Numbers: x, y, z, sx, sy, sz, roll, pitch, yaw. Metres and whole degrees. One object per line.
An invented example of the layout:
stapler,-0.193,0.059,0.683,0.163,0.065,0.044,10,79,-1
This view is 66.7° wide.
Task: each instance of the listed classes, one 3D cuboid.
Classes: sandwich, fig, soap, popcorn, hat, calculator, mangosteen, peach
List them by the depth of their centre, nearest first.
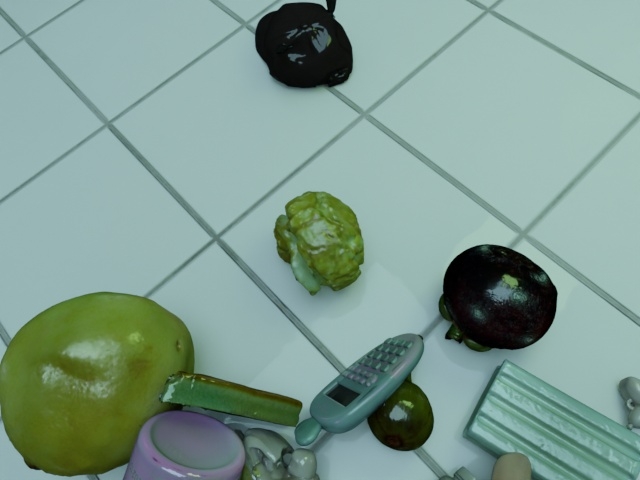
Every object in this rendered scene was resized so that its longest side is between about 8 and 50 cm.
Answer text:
soap,0.414,0.356,0.874,0.265,0.087,0.160,29,72,18
sandwich,-0.139,0.289,0.877,0.212,0.245,0.063,7,70,9
peach,-0.398,0.256,0.898,0.314,0.281,0.316,10,78,-13
calculator,0.073,0.273,0.902,0.299,0.185,0.041,-37,95,-19
fig,0.161,0.283,0.937,0.124,0.124,0.236,10,44,11
mangosteen,0.338,0.121,0.940,0.216,0.216,0.216,-2,65,5
popcorn,0.000,0.000,1.028,0.183,0.204,0.221,-26,51,-6
hat,-0.068,-0.567,1.290,0.238,0.209,0.336,-37,65,-8

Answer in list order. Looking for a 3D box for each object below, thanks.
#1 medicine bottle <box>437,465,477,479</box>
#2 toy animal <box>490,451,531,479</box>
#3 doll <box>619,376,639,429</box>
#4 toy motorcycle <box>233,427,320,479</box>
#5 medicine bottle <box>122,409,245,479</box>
medicine bottle,0.217,0.465,0.849,0.140,0.079,0.079,-36,67,-10
toy animal,0.346,0.479,0.702,0.326,0.237,0.269,-18,87,21
doll,0.636,0.300,0.892,0.160,0.059,0.161,32,73,19
toy motorcycle,-0.081,0.461,0.847,0.223,0.108,0.341,-35,69,15
medicine bottle,-0.249,0.451,0.795,0.178,0.178,0.291,22,97,15
